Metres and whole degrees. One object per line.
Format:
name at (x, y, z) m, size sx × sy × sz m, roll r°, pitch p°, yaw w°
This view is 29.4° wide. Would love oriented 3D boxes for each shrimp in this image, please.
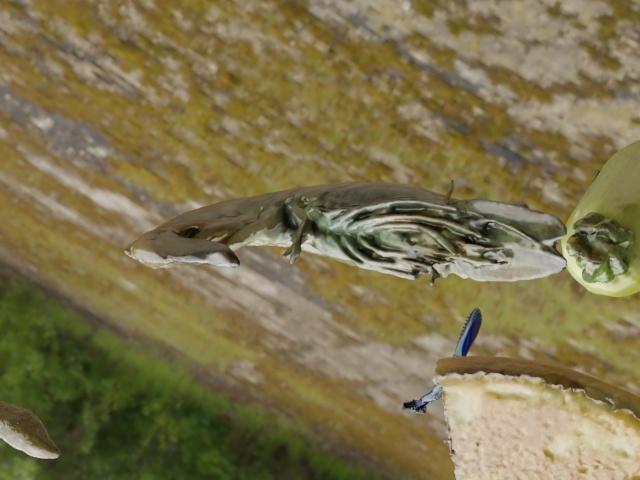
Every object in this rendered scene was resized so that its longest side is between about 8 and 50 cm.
shrimp at (0.000, 0.000, 0.723) m, size 0.296 × 0.169 × 0.058 m, roll 6°, pitch 108°, yaw 50°

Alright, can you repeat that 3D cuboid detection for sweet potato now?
sweet potato at (-0.308, 0.170, 1.178) m, size 0.153 × 0.038 × 0.041 m, roll 31°, pitch 121°, yaw 19°

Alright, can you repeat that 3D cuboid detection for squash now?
squash at (0.267, 0.001, 1.096) m, size 0.137 × 0.287 × 0.137 m, roll 13°, pitch 115°, yaw 29°

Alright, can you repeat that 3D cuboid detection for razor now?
razor at (0.157, 0.151, 1.473) m, size 0.044 × 0.155 × 0.028 m, roll 18°, pitch -162°, yaw -45°

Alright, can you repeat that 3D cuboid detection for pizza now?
pizza at (0.252, 0.232, 1.265) m, size 0.323 × 0.223 × 0.089 m, roll 20°, pitch -153°, yaw 4°
